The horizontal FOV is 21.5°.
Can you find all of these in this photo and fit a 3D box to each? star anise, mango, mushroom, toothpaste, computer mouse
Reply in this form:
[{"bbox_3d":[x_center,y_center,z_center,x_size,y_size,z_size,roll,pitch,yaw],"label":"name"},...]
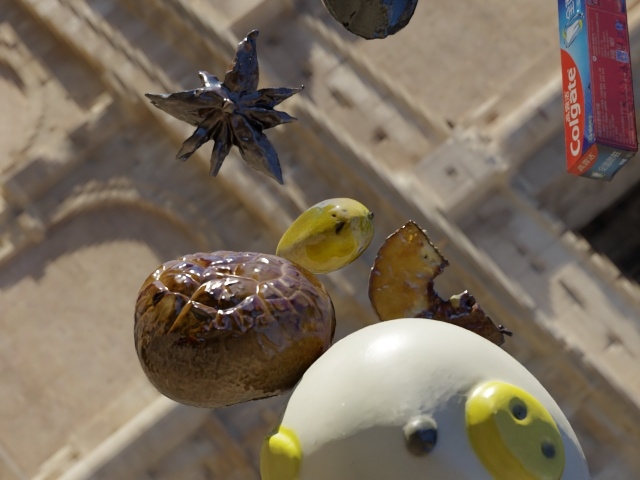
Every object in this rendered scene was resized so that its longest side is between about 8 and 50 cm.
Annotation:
[{"bbox_3d":[-0.066,-0.097,1.401,0.129,0.124,0.056,58,-5,12],"label":"star anise"},{"bbox_3d":[0.000,0.000,2.129,0.076,0.103,0.161,40,-39,-22],"label":"mango"},{"bbox_3d":[-0.101,0.099,1.970,0.253,0.253,0.153,35,-44,50],"label":"mushroom"},{"bbox_3d":[0.350,-0.230,2.144,0.066,0.320,0.076,13,-33,-16],"label":"toothpaste"},{"bbox_3d":[0.031,-0.309,1.696,0.217,0.122,0.073,65,-20,1],"label":"computer mouse"}]

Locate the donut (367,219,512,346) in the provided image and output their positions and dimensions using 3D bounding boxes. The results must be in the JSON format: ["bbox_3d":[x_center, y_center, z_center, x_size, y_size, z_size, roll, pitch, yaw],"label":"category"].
[{"bbox_3d":[0.150,0.091,2.342,0.217,0.141,0.085,57,-4,18],"label":"donut"}]

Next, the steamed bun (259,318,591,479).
[{"bbox_3d":[0.124,0.268,1.858,0.374,0.334,0.334,49,-13,-1],"label":"steamed bun"}]
